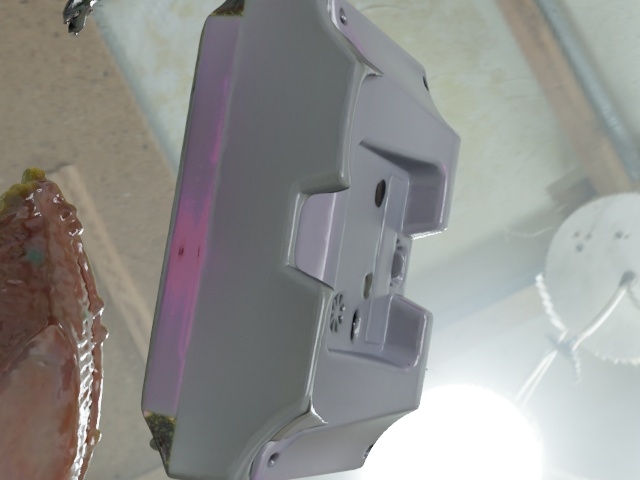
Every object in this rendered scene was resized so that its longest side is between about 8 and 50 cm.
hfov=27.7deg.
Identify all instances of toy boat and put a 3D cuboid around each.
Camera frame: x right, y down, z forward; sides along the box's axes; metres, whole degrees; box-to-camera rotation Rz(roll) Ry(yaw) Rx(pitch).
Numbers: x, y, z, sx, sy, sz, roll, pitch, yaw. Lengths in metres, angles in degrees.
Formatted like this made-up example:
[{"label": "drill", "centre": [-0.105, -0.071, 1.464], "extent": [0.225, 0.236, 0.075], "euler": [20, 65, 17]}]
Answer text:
[{"label": "toy boat", "centre": [-0.203, 0.116, 0.808], "extent": [0.099, 0.141, 0.318], "euler": [25, -77, 50]}]

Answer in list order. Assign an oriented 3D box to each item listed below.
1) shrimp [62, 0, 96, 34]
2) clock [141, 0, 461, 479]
[{"label": "shrimp", "centre": [-0.112, -0.280, 0.714], "extent": [0.068, 0.185, 0.287], "euler": [17, -55, 7]}, {"label": "clock", "centre": [0.000, 0.000, 0.662], "extent": [0.083, 0.186, 0.253], "euler": [7, -94, 21]}]
